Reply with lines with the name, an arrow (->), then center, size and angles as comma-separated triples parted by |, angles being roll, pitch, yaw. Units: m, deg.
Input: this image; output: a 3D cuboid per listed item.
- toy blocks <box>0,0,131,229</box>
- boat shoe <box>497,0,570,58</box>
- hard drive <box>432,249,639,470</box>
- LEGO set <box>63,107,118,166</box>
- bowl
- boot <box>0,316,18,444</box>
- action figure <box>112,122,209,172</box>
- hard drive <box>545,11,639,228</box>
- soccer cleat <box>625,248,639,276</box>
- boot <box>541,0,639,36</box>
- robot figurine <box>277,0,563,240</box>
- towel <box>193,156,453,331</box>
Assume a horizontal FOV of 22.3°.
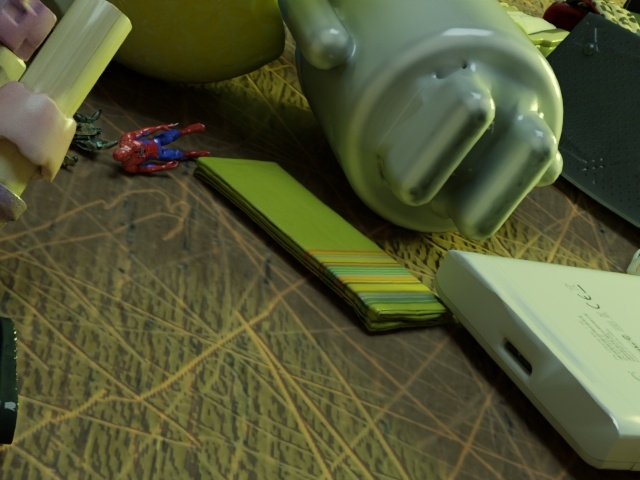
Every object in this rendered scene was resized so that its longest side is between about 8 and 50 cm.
toy blocks -> -0.344, -0.121, 1.072 | 0.309, 0.260, 0.288 | 15, -20, 49
boat shoe -> 0.182, -0.214, 1.827 | 0.103, 0.113, 0.302 | 31, 17, 28
hard drive -> 0.286, 0.102, 1.314 | 0.353, 0.047, 0.233 | 7, 29, -37
LEGO set -> -0.197, -0.079, 1.312 | 0.054, 0.023, 0.083 | 31, 38, 22
bowl -> -0.176, -0.243, 1.456 | 0.156, 0.289, 0.289 | -36, 50, -12
boot -> -0.227, 0.076, 0.937 | 0.099, 0.045, 0.121 | 9, 26, -17
action figure -> -0.132, -0.076, 1.335 | 0.030, 0.038, 0.115 | 0, 10, 34
hard drive -> 0.323, -0.111, 1.674 | 0.255, 0.172, 0.054 | 40, -5, 33
soccer cleat -> 0.310, 0.019, 1.537 | 0.029, 0.035, 0.083 | 30, 25, 15
boot -> 0.406, -0.248, 2.063 | 0.284, 0.138, 0.377 | 11, 32, -25
robot figurine -> 0.091, -0.143, 1.471 | 0.300, 0.200, 0.353 | 32, 18, -28
towel -> 0.000, 0.000, 1.324 | 0.102, 0.021, 0.237 | 3, 30, -49
